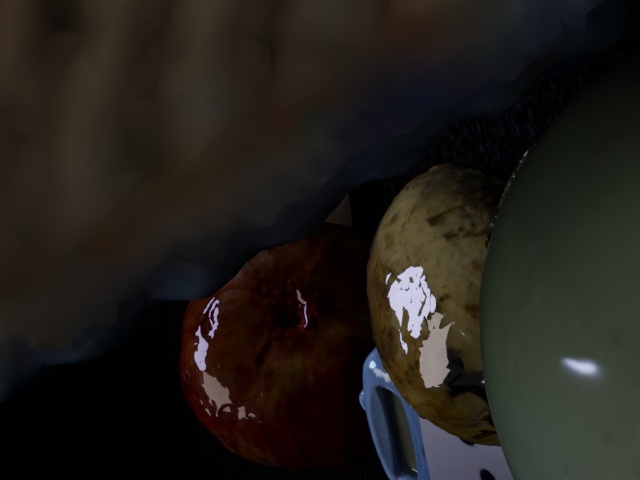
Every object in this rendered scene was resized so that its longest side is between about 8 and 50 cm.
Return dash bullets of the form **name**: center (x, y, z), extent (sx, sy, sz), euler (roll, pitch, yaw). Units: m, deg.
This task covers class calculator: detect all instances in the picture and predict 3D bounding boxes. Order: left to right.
- **calculator**: center (0.103, 0.133, 0.991), extent (0.210, 0.039, 0.121), euler (23, 137, 38)

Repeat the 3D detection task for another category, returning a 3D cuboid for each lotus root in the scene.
- **lotus root**: center (0.085, 0.027, 0.890), extent (0.214, 0.138, 0.138), euler (-110, 8, -59)

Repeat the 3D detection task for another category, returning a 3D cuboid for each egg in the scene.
- **egg**: center (0.152, 0.033, 0.447), extent (0.282, 0.202, 0.203), euler (-139, 32, -64)

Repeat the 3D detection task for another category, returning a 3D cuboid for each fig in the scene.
- **fig**: center (0.025, 0.102, 1.254), extent (0.290, 0.190, 0.191), euler (32, -161, -45)

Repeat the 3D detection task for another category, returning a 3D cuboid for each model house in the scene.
- **model house**: center (-0.053, -0.190, 0.540), extent (0.395, 0.399, 0.446), euler (-10, -71, -82)

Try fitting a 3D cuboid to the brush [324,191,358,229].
- **brush**: center (0.000, 0.000, 1.313), extent (0.065, 0.070, 0.327), euler (-97, -2, -49)
